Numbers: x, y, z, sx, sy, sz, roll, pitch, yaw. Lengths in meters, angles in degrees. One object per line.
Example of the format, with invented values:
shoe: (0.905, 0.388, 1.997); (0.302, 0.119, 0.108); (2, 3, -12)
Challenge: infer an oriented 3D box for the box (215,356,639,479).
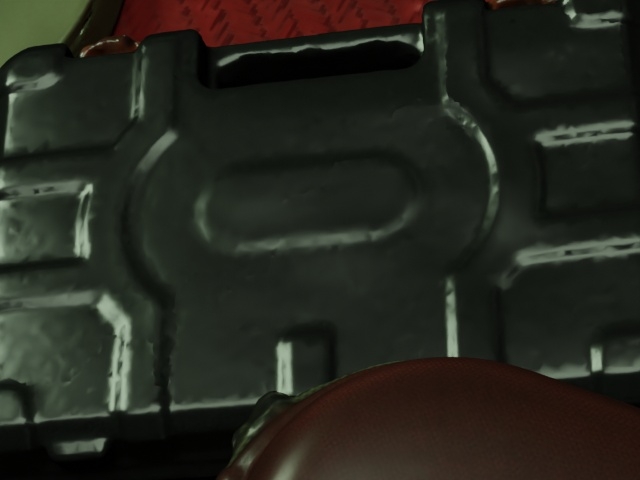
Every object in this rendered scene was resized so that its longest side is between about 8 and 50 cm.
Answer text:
box: (0.042, 0.227, 0.579); (0.263, 0.108, 0.404); (19, 64, 6)

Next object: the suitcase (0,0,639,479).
suitcase: (0.000, 0.000, 0.782); (0.285, 0.066, 0.206); (-6, 58, 9)

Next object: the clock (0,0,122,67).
clock: (-0.209, -0.122, 0.931); (0.235, 0.029, 0.235); (-7, 56, 10)
